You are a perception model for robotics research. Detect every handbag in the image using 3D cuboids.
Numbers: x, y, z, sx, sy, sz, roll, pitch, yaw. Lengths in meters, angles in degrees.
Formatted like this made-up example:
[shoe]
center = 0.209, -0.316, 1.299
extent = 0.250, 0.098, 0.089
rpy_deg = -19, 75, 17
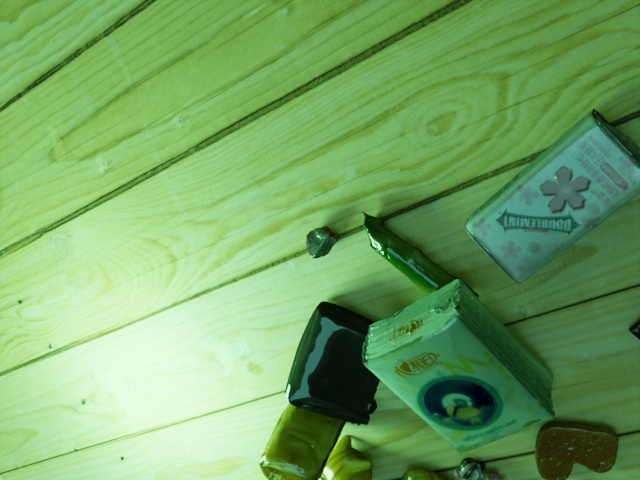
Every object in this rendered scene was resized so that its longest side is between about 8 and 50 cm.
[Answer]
[handbag]
center = 0.058, 0.326, 1.758
extent = 0.256, 0.113, 0.285
rpy_deg = 21, 97, 3

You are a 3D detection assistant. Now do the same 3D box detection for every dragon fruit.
[dragon fruit]
center = 0.000, 0.000, 1.699
extent = 0.060, 0.056, 0.083
rpy_deg = 43, 115, 26

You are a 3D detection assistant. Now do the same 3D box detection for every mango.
[mango]
center = 0.309, 0.685, 1.842
extent = 0.165, 0.089, 0.115
rpy_deg = 47, 129, 2

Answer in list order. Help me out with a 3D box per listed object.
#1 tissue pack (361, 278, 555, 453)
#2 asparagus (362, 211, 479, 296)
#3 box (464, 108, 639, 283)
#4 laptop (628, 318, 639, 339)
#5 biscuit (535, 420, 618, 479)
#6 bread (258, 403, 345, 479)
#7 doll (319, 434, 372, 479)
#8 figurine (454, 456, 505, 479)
[tissue pack]
center = 0.330, 0.308, 1.587
extent = 0.287, 0.162, 0.388
rpy_deg = -34, 113, 30
[asparagus]
center = 0.223, 0.054, 1.618
extent = 0.343, 0.082, 0.085
rpy_deg = 35, 123, 6
[box]
center = 0.506, -0.089, 1.429
extent = 0.190, 0.112, 0.370
rpy_deg = 44, 120, -1
[laptop]
center = 0.809, 0.179, 1.466
extent = 0.154, 0.026, 0.207
rpy_deg = 39, 119, 4
[biscuit]
center = 0.636, 0.533, 1.675
extent = 0.192, 0.036, 0.186
rpy_deg = 2, 114, 21
[bread]
center = -0.044, 0.527, 1.797
extent = 0.166, 0.294, 0.132
rpy_deg = 22, 122, 12
[doll]
center = 0.066, 0.715, 1.909
extent = 0.166, 0.162, 0.270
rpy_deg = 30, 130, 43
[figurine]
center = 0.427, 0.627, 1.793
extent = 0.129, 0.054, 0.072
rpy_deg = 24, 133, 3
